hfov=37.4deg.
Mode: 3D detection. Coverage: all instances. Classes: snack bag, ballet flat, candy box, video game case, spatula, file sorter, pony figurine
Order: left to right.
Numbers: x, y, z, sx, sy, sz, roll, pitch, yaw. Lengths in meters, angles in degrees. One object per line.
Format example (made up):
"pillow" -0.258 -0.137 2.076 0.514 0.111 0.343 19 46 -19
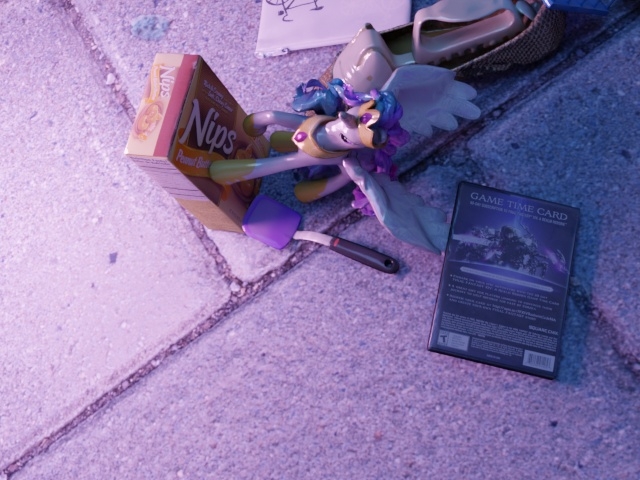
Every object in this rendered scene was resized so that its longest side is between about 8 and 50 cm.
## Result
"candy box" -0.195 -0.154 1.589 0.087 0.316 0.183 6 71 22
"spatula" 0.000 0.000 1.611 0.296 0.030 0.084 20 67 25
"snack bag" 0.040 -0.507 1.803 0.322 0.037 0.343 -4 67 20
"pony figurine" 0.058 -0.136 1.494 0.363 0.350 0.303 -7 76 47
"ballet flat" 0.170 -0.324 1.595 0.482 0.182 0.164 -19 67 13
"video game case" 0.283 0.057 1.444 0.196 0.026 0.274 13 72 0
"file sorter" 0.405 -0.438 1.488 0.104 0.170 0.118 -51 60 38
